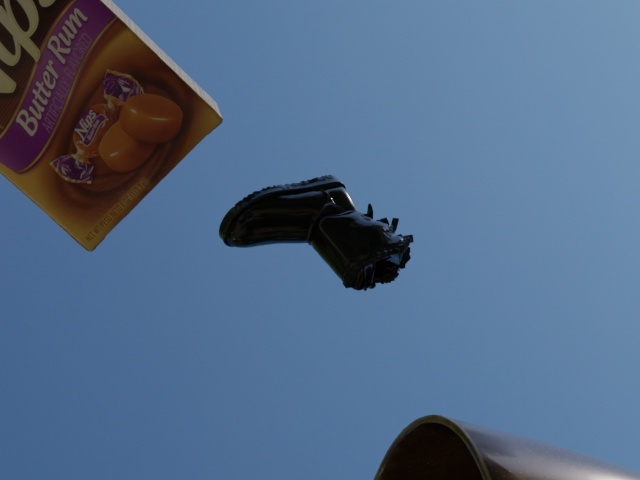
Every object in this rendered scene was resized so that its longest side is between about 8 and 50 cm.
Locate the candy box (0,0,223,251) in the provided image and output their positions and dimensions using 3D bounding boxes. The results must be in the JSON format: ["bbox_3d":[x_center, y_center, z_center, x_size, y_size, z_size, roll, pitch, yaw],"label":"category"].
[{"bbox_3d":[-0.157,-0.097,0.749,0.109,0.053,0.186,-44,-73,6],"label":"candy box"}]

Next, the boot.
[{"bbox_3d":[0.000,0.001,1.006,0.121,0.099,0.045,-19,-41,-33],"label":"boot"}]

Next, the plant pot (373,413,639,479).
[{"bbox_3d":[0.153,0.206,0.682,0.230,0.215,0.215,8,-89,-16],"label":"plant pot"}]
